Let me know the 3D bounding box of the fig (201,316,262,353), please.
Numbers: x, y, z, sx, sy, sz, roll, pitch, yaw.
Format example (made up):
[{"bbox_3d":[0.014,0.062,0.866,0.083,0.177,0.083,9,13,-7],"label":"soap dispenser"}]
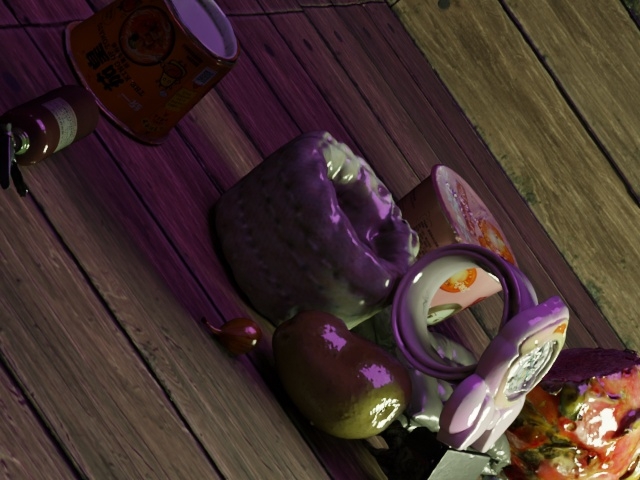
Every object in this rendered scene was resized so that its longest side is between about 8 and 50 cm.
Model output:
[{"bbox_3d":[-0.117,0.119,1.868,0.083,0.050,0.050,21,35,-29],"label":"fig"}]

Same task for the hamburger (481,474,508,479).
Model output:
[{"bbox_3d":[0.315,0.481,2.165,0.235,0.125,0.214,38,31,-32],"label":"hamburger"}]

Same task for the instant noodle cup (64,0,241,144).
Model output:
[{"bbox_3d":[-0.228,-0.268,2.039,0.216,0.172,0.215,45,23,-25],"label":"instant noodle cup"}]

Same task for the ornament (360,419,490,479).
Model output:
[{"bbox_3d":[0.106,0.306,2.040,0.196,0.153,0.166,39,8,31],"label":"ornament"}]

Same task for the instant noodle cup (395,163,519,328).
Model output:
[{"bbox_3d":[0.170,0.036,2.384,0.243,0.231,0.243,45,22,-24],"label":"instant noodle cup"}]

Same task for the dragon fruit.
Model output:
[{"bbox_3d":[0.442,0.334,2.465,0.314,0.296,0.262,-12,94,-41],"label":"dragon fruit"}]

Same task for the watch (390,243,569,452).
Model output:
[{"bbox_3d":[0.204,0.137,2.002,0.217,0.248,0.211,39,7,27],"label":"watch"}]

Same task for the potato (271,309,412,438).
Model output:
[{"bbox_3d":[0.021,0.176,1.936,0.194,0.157,0.157,48,20,-14],"label":"potato"}]

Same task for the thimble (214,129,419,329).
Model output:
[{"bbox_3d":[0.000,0.000,2.102,0.291,0.195,0.291,47,22,-25],"label":"thimble"}]

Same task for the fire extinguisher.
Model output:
[{"bbox_3d":[-0.333,-0.120,1.722,0.231,0.071,0.099,-55,137,-69],"label":"fire extinguisher"}]

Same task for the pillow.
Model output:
[{"bbox_3d":[0.180,0.234,2.293,0.326,0.101,0.228,29,35,-48],"label":"pillow"}]
